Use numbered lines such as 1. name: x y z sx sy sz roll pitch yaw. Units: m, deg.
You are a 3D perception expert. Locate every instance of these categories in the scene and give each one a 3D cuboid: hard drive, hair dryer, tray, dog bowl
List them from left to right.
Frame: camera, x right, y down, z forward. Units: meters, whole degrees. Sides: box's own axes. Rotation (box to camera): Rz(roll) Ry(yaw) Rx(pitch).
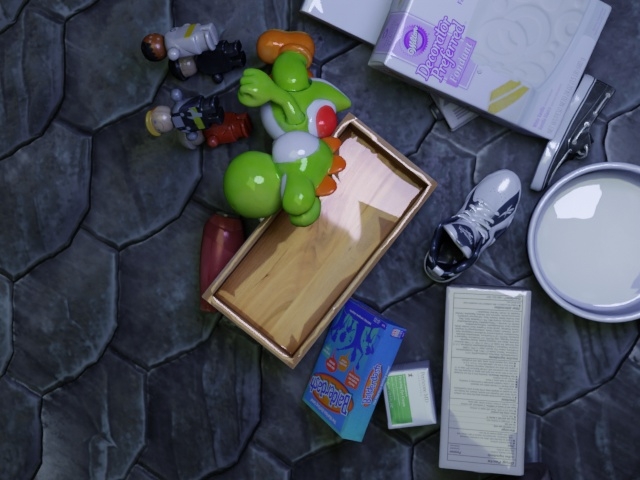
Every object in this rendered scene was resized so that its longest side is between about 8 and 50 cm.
1. hair dryer: -0.120 0.029 1.470 0.293 0.080 0.224 -38 84 9
2. tray: 0.000 0.000 1.412 0.203 0.076 0.411 38 87 -1
3. hard drive: 0.117 -0.509 1.402 0.210 0.040 0.319 21 94 -18
4. dog bowl: 0.483 0.002 1.348 0.264 0.104 0.265 0 91 10

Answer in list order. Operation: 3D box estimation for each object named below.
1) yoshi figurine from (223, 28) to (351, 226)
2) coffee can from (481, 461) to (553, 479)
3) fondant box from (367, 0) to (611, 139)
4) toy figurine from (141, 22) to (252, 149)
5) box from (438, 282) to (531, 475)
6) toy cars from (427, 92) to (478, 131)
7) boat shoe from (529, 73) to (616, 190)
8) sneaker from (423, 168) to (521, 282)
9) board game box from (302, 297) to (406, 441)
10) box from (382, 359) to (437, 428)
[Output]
1. yoshi figurine: -0.083 -0.176 1.335 0.203 0.203 0.362 -37 42 38
2. coffee can: 0.354 0.543 1.324 0.201 0.201 0.275 -29 85 9
3. fondant box: 0.276 -0.335 1.304 0.330 0.096 0.238 20 98 -17
4. toy figurine: -0.227 -0.273 1.424 0.148 0.209 0.213 -6 89 16
5. box: 0.282 0.233 1.376 0.148 0.121 0.311 4 91 10
6. toy cars: 0.234 -0.388 1.372 0.176 0.087 0.394 8 98 -2
7. boat shoe: 0.434 -0.177 1.369 0.070 0.078 0.219 28 93 10
8. sneaker: 0.262 -0.024 1.363 0.094 0.153 0.235 45 98 5
9. board game box: 0.055 0.222 1.405 0.047 0.160 0.210 18 94 -31
10. box: 0.158 0.272 1.410 0.087 0.102 0.101 -9 88 8
